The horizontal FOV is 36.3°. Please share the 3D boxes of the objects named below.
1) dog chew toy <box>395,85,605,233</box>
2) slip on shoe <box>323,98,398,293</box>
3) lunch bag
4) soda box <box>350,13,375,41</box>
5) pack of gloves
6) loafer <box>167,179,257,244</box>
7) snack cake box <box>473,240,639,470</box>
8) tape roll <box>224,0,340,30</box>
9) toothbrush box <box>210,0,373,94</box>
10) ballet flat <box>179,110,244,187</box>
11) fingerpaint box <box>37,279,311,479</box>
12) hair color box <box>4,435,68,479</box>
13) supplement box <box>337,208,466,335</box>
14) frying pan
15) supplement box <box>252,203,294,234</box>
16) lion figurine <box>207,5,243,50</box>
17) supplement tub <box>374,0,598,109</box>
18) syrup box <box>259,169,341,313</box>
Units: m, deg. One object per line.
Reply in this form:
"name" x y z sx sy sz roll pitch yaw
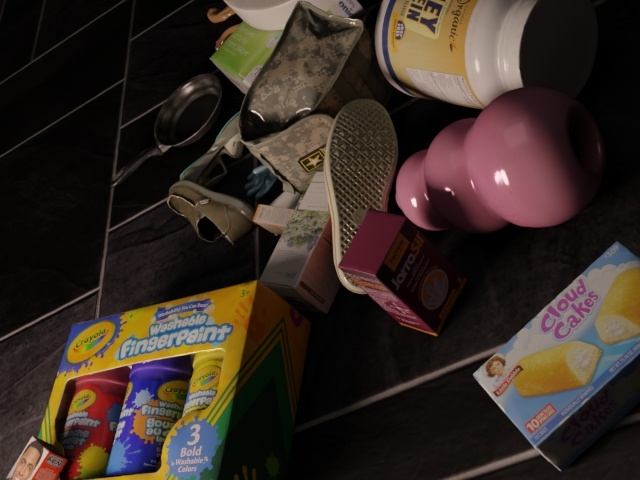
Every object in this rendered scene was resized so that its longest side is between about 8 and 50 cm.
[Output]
"dog chew toy" 0.251 -0.102 1.467 0.332 0.206 0.206 -17 48 41
"slip on shoe" 0.064 -0.072 1.604 0.123 0.101 0.331 0 78 -5
"lunch bag" -0.008 -0.232 1.724 0.169 0.235 0.287 26 83 27
"soda box" 0.069 -0.364 1.930 0.053 0.060 0.169 -8 54 32
"pack of gloves" -0.051 -0.146 1.874 0.232 0.046 0.195 -44 40 5
"loafer" -0.227 -0.052 1.915 0.251 0.094 0.087 15 65 46
"snack cake box" 0.348 0.147 1.260 0.264 0.089 0.152 -44 41 4
"tape roll" -0.043 -0.609 2.008 0.392 0.072 0.392 -18 55 27
"toothbrush box" -0.064 -0.420 2.045 0.283 0.122 0.206 -47 41 -1
"ballet flat" -0.202 -0.174 2.025 0.213 0.072 0.068 -47 68 2
"fingerpaint box" -0.262 0.294 1.615 0.445 0.163 0.371 -14 51 33
"hair color box" -0.474 0.395 1.573 0.072 0.043 0.141 18 73 50
"supplement box" 0.124 0.049 1.454 0.081 0.188 0.104 14 69 46
"frying pan" -0.322 -0.232 2.174 0.197 0.053 0.326 15 72 46
"supplement box" -0.065 -0.034 1.774 0.098 0.062 0.036 10 74 38
"lion figurine" -0.080 -0.582 2.186 0.240 0.142 0.392 19 78 49
"supplement tub" 0.267 -0.331 1.602 0.316 0.228 0.228 21 74 48
"syrup box" 0.000 0.000 1.673 0.093 0.096 0.237 5 63 45
